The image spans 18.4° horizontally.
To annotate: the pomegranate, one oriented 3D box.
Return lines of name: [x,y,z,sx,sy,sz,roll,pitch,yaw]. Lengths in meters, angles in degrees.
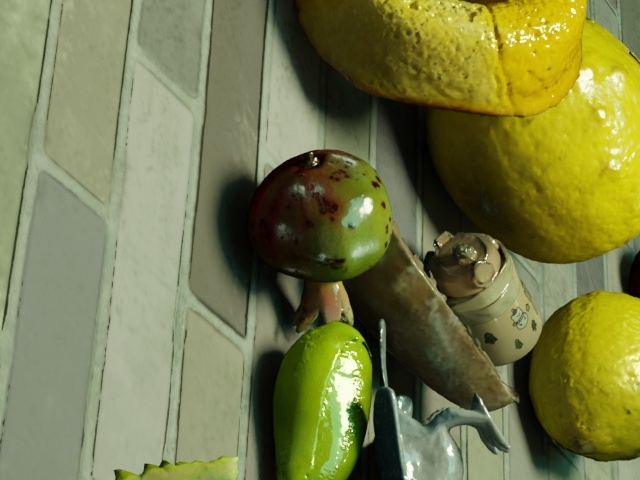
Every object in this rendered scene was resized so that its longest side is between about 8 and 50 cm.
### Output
pomegranate: [-0.005,-0.004,1.731,0.129,0.129,0.159,-60,172,-56]

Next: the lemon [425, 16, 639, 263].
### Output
lemon: [0.245,-0.109,2.107,0.284,0.260,0.260,29,43,-16]

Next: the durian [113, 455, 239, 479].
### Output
durian: [-0.122,0.314,1.248,0.157,0.169,0.355,29,49,-57]

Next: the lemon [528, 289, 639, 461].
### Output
lemon: [0.316,0.151,2.193,0.193,0.181,0.180,-89,155,-70]

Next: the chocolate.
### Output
chocolate: [0.081,0.066,1.864,0.261,0.083,0.161,52,4,-43]

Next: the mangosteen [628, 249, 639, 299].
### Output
mangosteen: [0.463,0.065,2.571,0.152,0.152,0.152,40,42,-48]

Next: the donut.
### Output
donut: [0.129,-0.249,1.935,0.303,0.110,0.303,10,48,-11]

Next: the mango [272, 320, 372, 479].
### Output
mango: [-0.005,0.146,1.682,0.091,0.074,0.165,38,57,-32]

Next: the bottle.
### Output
bottle: [0.160,0.049,2.021,0.152,0.099,0.099,57,31,-38]

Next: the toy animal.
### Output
toy animal: [0.080,0.203,1.754,0.255,0.176,0.239,58,-5,8]
